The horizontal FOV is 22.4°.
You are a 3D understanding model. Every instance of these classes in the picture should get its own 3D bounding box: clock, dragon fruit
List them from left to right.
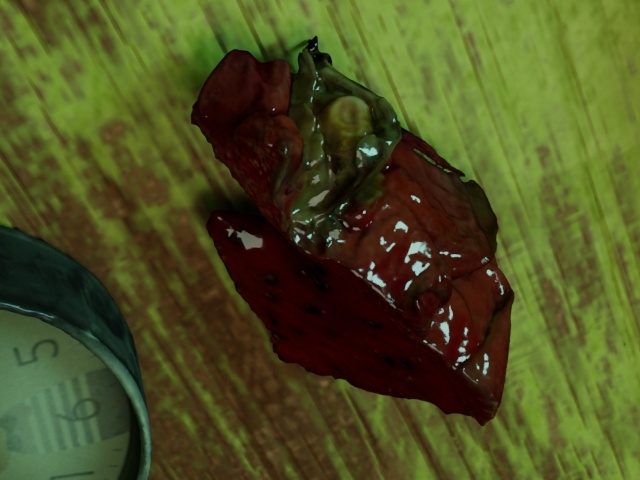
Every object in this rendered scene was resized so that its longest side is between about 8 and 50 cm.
[{"bbox_3d":[-0.181,0.092,0.687,0.226,0.049,0.226,-12,131,-15],"label":"clock"},{"bbox_3d":[0.011,-0.016,0.684,0.192,0.122,0.092,49,60,-38],"label":"dragon fruit"}]
